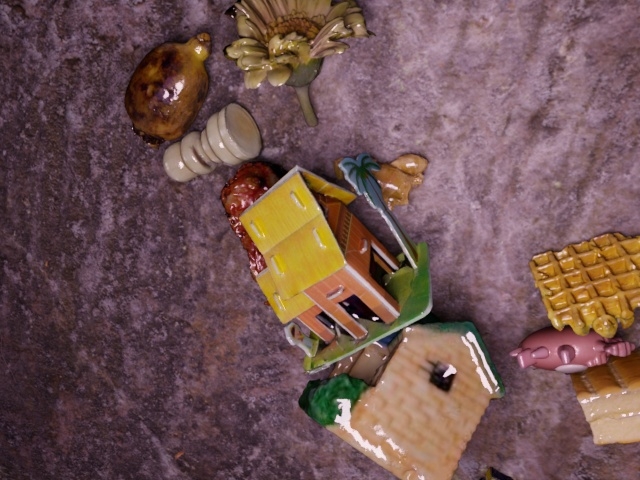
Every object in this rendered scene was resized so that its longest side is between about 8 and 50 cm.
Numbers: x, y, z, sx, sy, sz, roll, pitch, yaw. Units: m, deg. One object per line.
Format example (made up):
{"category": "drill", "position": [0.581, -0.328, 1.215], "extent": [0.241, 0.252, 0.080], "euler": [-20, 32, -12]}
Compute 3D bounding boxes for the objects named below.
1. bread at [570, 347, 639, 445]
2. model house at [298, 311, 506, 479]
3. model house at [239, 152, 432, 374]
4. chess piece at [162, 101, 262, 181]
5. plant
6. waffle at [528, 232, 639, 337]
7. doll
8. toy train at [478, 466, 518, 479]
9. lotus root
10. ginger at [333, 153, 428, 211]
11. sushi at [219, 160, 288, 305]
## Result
{"category": "bread", "position": [0.613, 0.278, 0.932], "extent": [0.239, 0.246, 0.111], "euler": [-19, 86, 21]}
{"category": "model house", "position": [0.178, 0.285, 1.015], "extent": [0.335, 0.382, 0.342], "euler": [33, 75, 9]}
{"category": "model house", "position": [0.000, 0.000, 0.950], "extent": [0.300, 0.340, 0.323], "euler": [-33, 116, 29]}
{"category": "chess piece", "position": [-0.271, -0.215, 1.169], "extent": [0.243, 0.133, 0.133], "euler": [-19, 97, 28]}
{"category": "plant", "position": [-0.061, -0.397, 0.998], "extent": [0.306, 0.297, 0.261], "euler": [-36, 85, -16]}
{"category": "waffle", "position": [0.528, 0.084, 0.919], "extent": [0.229, 0.219, 0.057], "euler": [-21, 123, 23]}
{"category": "doll", "position": [0.487, 0.210, 0.965], "extent": [0.211, 0.262, 0.093], "euler": [-4, 80, -21]}
{"category": "toy train", "position": [0.471, 0.605, 1.151], "extent": [0.202, 0.060, 0.081], "euler": [27, 103, 11]}
{"category": "lotus root", "position": [-0.354, -0.349, 1.143], "extent": [0.169, 0.141, 0.314], "euler": [41, 112, 8]}
{"category": "ginger", "position": [0.128, -0.128, 1.073], "extent": [0.205, 0.081, 0.115], "euler": [1, 109, 13]}
{"category": "sushi", "position": [-0.104, -0.007, 1.125], "extent": [0.196, 0.182, 0.343], "euler": [-29, 90, 24]}
